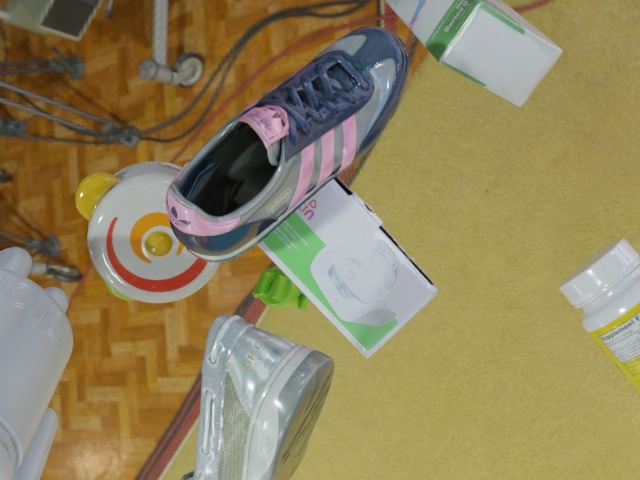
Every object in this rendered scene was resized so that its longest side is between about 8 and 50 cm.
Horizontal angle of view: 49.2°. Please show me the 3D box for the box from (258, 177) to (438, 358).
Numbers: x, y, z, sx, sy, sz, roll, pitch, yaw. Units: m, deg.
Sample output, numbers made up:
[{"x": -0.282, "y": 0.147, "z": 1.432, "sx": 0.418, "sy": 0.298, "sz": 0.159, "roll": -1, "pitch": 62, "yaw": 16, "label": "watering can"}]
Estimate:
[{"x": 0.000, "y": 0.000, "z": 0.906, "sx": 0.127, "sy": 0.231, "sz": 0.262, "roll": -43, "pitch": 97, "yaw": -3, "label": "box"}]

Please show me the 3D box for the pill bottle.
[{"x": 0.397, "y": 0.106, "z": 0.845, "sx": 0.119, "sy": 0.119, "sz": 0.208, "roll": -43, "pitch": 79, "yaw": 25, "label": "pill bottle"}]

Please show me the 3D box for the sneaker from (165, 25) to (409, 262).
[{"x": -0.023, "y": -0.110, "z": 0.693, "sx": 0.112, "sy": 0.131, "sz": 0.319, "roll": 40, "pitch": 81, "yaw": 11, "label": "sneaker"}]

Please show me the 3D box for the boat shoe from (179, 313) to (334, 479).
[{"x": -0.077, "y": 0.195, "z": 0.650, "sx": 0.103, "sy": 0.118, "sz": 0.320, "roll": 31, "pitch": 135, "yaw": 13, "label": "boat shoe"}]

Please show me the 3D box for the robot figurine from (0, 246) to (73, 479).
[{"x": -0.399, "y": 0.161, "z": 0.751, "sx": 0.199, "sy": 0.300, "sz": 0.353, "roll": -22, "pitch": 34, "yaw": 21, "label": "robot figurine"}]

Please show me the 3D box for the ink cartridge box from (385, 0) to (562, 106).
[{"x": 0.199, "y": -0.292, "z": 0.945, "sx": 0.093, "sy": 0.154, "sz": 0.212, "roll": -56, "pitch": 34, "yaw": 25, "label": "ink cartridge box"}]

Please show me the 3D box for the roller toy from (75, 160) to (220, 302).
[{"x": -0.238, "y": -0.015, "z": 1.016, "sx": 0.146, "sy": 0.191, "sz": 0.209, "roll": -134, "pitch": 31, "yaw": -68, "label": "roller toy"}]

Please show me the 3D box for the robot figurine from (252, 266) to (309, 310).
[{"x": -0.063, "y": 0.080, "z": 1.173, "sx": 0.101, "sy": 0.115, "sz": 0.067, "roll": 11, "pitch": 85, "yaw": 21, "label": "robot figurine"}]
